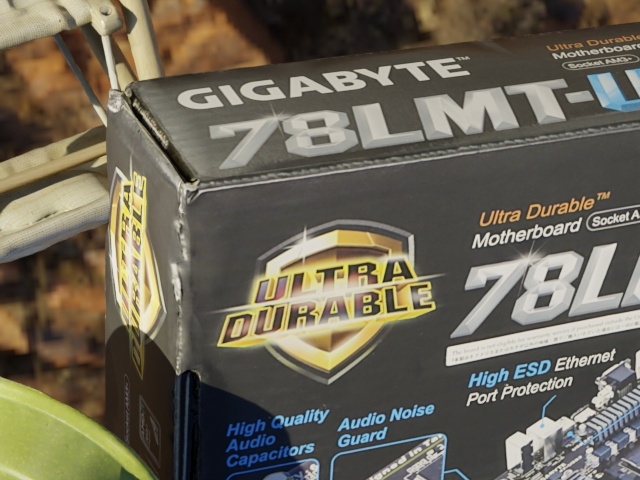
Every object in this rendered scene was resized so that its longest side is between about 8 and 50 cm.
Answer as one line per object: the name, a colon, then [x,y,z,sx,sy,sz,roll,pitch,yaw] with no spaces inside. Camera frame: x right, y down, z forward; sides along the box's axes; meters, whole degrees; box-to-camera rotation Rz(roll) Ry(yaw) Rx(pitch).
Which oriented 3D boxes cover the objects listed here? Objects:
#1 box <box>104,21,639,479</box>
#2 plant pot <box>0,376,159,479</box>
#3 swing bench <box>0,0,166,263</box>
box: [0.081,0.077,0.605,0.295,0.073,0.293,-10,121,-21]
plant pot: [-0.089,0.087,0.471,0.083,0.079,0.083,14,144,10]
swing bench: [-0.234,-0.102,1.294,0.253,0.254,0.165,-22,-179,-26]
